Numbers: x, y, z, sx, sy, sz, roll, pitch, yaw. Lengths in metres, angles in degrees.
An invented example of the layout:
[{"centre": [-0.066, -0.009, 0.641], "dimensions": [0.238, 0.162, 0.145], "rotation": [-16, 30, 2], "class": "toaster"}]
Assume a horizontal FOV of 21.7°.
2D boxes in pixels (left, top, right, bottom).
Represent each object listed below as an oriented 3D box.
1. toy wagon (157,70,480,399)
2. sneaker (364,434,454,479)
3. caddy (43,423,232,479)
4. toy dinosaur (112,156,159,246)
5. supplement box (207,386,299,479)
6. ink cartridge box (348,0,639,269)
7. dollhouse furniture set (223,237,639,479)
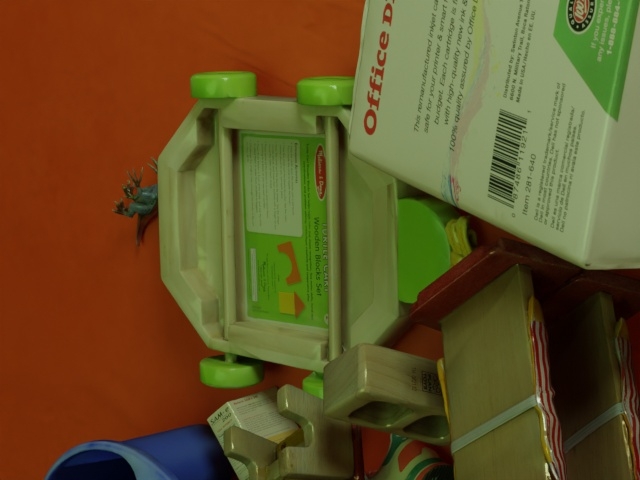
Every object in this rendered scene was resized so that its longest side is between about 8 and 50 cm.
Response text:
[{"centre": [0.000, 0.000, 1.353], "dimensions": [0.344, 0.068, 0.267], "rotation": [7, 103, 40], "class": "toy wagon"}, {"centre": [0.058, 0.228, 1.361], "dimensions": [0.075, 0.057, 0.161], "rotation": [47, 127, 43], "class": "sneaker"}, {"centre": [-0.168, 0.323, 1.488], "dimensions": [0.241, 0.179, 0.341], "rotation": [45, 124, 25], "class": "caddy"}, {"centre": [-0.146, -0.043, 1.506], "dimensions": [0.082, 0.047, 0.090], "rotation": [-3, 130, 33], "class": "toy dinosaur"}, {"centre": [-0.045, 0.181, 1.430], "dimensions": [0.036, 0.062, 0.098], "rotation": [-43, 69, 39], "class": "supplement box"}, {"centre": [0.148, -0.118, 1.117], "dimensions": [0.278, 0.117, 0.201], "rotation": [30, 117, 54], "class": "ink cartridge box"}, {"centre": [0.086, 0.176, 1.216], "dimensions": [0.374, 0.152, 0.201], "rotation": [-40, 43, 45], "class": "dollhouse furniture set"}]
